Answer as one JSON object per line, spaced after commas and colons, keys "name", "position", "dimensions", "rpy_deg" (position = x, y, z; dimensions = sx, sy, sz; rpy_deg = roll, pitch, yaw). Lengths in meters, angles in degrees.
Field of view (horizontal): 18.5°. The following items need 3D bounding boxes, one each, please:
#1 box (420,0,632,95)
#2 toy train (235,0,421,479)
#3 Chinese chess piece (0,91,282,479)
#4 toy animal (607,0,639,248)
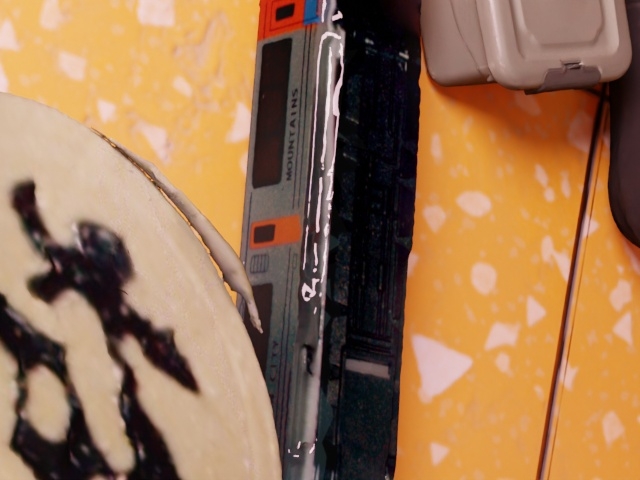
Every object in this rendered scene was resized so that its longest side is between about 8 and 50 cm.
{"name": "box", "position": [0.120, -0.176, 1.270], "dimensions": [0.124, 0.093, 0.172], "rpy_deg": [-7, 88, -37]}
{"name": "toy train", "position": [0.000, 0.000, 1.160], "dimensions": [0.086, 0.089, 0.409], "rpy_deg": [13, 75, -39]}
{"name": "Chinese chess piece", "position": [-0.164, 0.096, 0.930], "dimensions": [0.349, 0.146, 0.349], "rpy_deg": [31, 48, -41]}
{"name": "toy animal", "position": [0.249, -0.143, 1.356], "dimensions": [0.168, 0.106, 0.343], "rpy_deg": [-9, 83, -30]}
